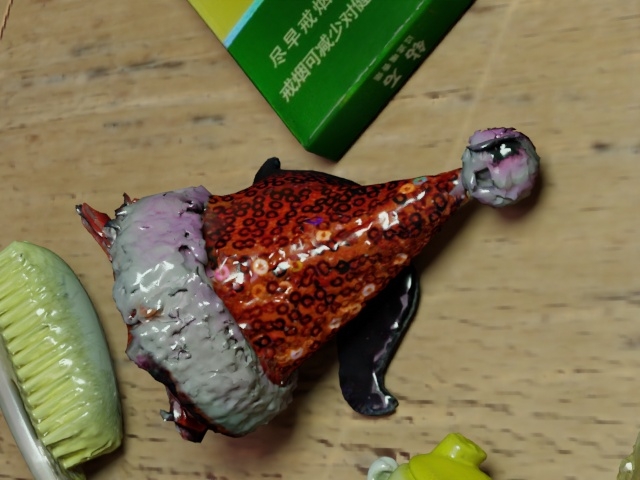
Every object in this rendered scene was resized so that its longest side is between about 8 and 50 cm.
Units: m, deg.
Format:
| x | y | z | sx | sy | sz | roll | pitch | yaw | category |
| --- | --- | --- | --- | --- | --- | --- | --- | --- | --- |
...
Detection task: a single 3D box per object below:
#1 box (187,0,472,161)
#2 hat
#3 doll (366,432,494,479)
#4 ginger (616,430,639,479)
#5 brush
| x | y | z | sx | sy | sz | roll | pitch | yaw | category |
| --- | --- | --- | --- | --- | --- | --- | --- | --- | --- |
| -0.019 | -0.166 | 1.011 | 0.132 | 0.034 | 0.235 | -50 | 54 | 17 | box |
| 0.001 | -0.001 | 0.918 | 0.227 | 0.129 | 0.140 | -27 | 47 | 15 | hat |
| 0.035 | 0.168 | 0.862 | 0.106 | 0.062 | 0.162 | 43 | 105 | 42 | doll |
| 0.176 | 0.155 | 0.760 | 0.133 | 0.059 | 0.214 | -5 | 73 | 46 | ginger |
| -0.121 | 0.123 | 0.998 | 0.067 | 0.072 | 0.313 | -32 | 60 | 12 | brush |
